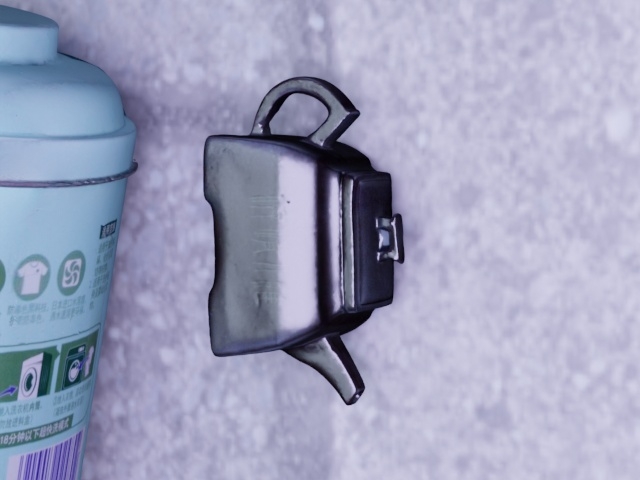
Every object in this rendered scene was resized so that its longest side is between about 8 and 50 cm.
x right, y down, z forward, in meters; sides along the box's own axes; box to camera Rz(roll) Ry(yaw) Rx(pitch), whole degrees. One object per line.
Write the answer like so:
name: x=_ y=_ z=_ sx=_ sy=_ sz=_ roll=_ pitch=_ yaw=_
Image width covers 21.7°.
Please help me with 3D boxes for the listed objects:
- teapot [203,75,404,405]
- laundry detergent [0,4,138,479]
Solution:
teapot: x=0.000 y=0.000 z=0.899 sx=0.096 sy=0.087 sz=0.177 roll=0 pitch=93 yaw=28
laundry detergent: x=-0.256 y=0.014 z=0.943 sx=0.287 sy=0.287 sz=0.305 roll=16 pitch=102 yaw=31
